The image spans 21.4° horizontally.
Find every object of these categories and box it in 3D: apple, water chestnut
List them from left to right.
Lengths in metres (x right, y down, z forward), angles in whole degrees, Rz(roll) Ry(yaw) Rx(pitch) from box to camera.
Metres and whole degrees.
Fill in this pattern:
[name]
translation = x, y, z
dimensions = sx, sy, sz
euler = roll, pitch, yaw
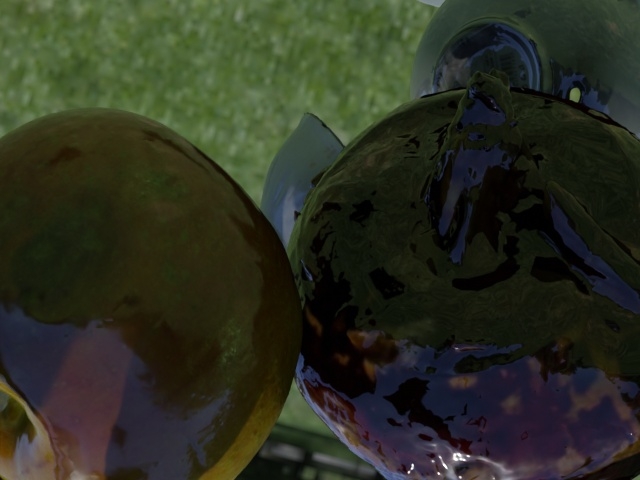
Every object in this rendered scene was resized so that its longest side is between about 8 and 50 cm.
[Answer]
[apple]
translation = -0.125, 0.051, 0.951
dimensions = 0.237, 0.207, 0.237
euler = 26, 146, 19
[water chestnut]
translation = 0.103, 0.018, 1.051
dimensions = 0.300, 0.300, 0.300
euler = 14, 170, 2

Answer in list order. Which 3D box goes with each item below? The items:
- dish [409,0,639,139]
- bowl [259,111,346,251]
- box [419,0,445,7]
[dish]
translation = 0.149, -0.108, 1.228
dimensions = 0.228, 0.236, 0.086
euler = 22, -167, 32
[bowl]
translation = 0.000, 0.000, 1.353
dimensions = 0.189, 0.086, 0.189
euler = 57, 171, 14
[box]
translation = 0.282, -0.398, 1.842
dimensions = 0.352, 0.344, 0.177
euler = 23, 154, 43
